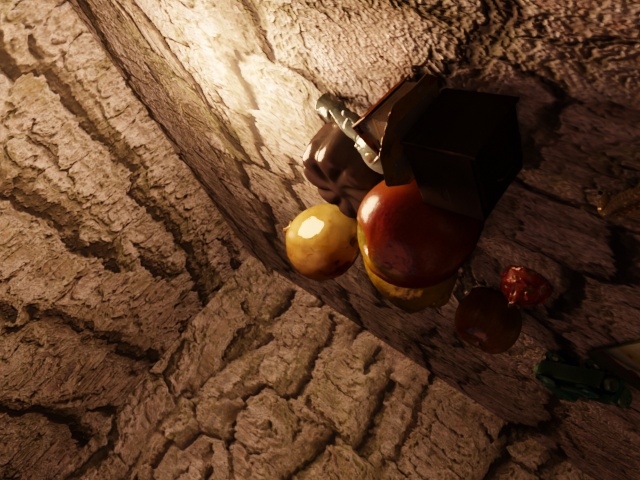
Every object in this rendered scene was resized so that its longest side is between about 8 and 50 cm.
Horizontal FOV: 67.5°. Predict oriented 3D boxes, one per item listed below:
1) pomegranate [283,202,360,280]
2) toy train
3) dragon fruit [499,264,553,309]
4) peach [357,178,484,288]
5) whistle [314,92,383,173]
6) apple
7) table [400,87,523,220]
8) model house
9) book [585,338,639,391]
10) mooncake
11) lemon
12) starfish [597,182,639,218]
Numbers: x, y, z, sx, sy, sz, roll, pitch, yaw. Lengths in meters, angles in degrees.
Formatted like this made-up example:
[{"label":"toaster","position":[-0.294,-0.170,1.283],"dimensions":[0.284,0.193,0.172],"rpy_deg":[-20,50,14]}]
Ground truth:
[{"label":"pomegranate","position":[0.000,0.000,1.851],"dimensions":[0.319,0.319,0.319],"rpy_deg":[35,163,13]},{"label":"toy train","position":[0.867,0.473,1.591],"dimensions":[0.194,0.120,0.298],"rpy_deg":[36,165,-16]},{"label":"dragon fruit","position":[0.573,0.156,1.389],"dimensions":[0.153,0.111,0.153],"rpy_deg":[39,164,14]},{"label":"peach","position":[0.257,-0.034,1.223],"dimensions":[0.308,0.333,0.307],"rpy_deg":[168,90,-75]},{"label":"whistle","position":[0.124,-0.272,1.218],"dimensions":[0.346,0.133,0.142],"rpy_deg":[42,-153,26]},{"label":"apple","position":[0.552,0.265,1.580],"dimensions":[0.211,0.188,0.211],"rpy_deg":[34,166,10]},{"label":"table","position":[0.304,-0.175,0.987],"dimensions":[0.172,0.169,0.193],"rpy_deg":[25,158,40]},{"label":"model house","position":[0.155,-0.246,1.051],"dimensions":[0.136,0.219,0.207],"rpy_deg":[32,162,41]},{"label":"book","position":[0.908,0.354,1.336],"dimensions":[0.201,0.026,0.289],"rpy_deg":[37,164,11]},{"label":"mooncake","position":[0.086,-0.199,1.424],"dimensions":[0.306,0.154,0.306],"rpy_deg":[32,162,12]},{"label":"lemon","position":[0.280,0.067,1.508],"dimensions":[0.285,0.286,0.316],"rpy_deg":[94,166,-70]},{"label":"starfish","position":[0.664,-0.042,0.720],"dimensions":[0.324,0.082,0.432],"rpy_deg":[38,164,9]}]
